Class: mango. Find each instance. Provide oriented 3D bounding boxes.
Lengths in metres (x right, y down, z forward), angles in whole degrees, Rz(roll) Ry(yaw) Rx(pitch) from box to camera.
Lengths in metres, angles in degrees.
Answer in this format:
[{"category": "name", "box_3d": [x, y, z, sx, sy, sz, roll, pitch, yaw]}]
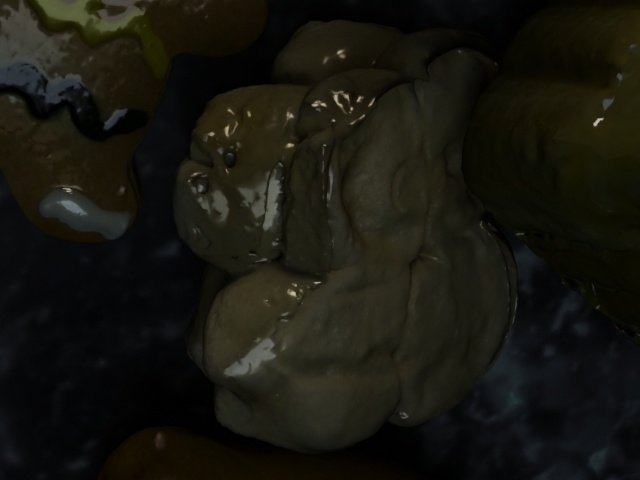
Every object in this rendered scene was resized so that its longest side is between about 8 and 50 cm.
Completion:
[{"category": "mango", "box_3d": [-0.004, 0.173, 0.784, 0.262, 0.109, 0.157, 33, 118, -16]}]

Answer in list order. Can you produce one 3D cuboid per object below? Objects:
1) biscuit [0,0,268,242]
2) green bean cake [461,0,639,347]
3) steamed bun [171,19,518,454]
[{"category": "biscuit", "box_3d": [-0.101, -0.113, 0.668, 0.158, 0.035, 0.240, 23, 111, -20]}, {"category": "green bean cake", "box_3d": [0.210, -0.053, 0.656, 0.236, 0.124, 0.233, 38, 83, -22]}, {"category": "steamed bun", "box_3d": [0.000, 0.000, 0.680, 0.192, 0.106, 0.177, -34, 126, -37]}]
